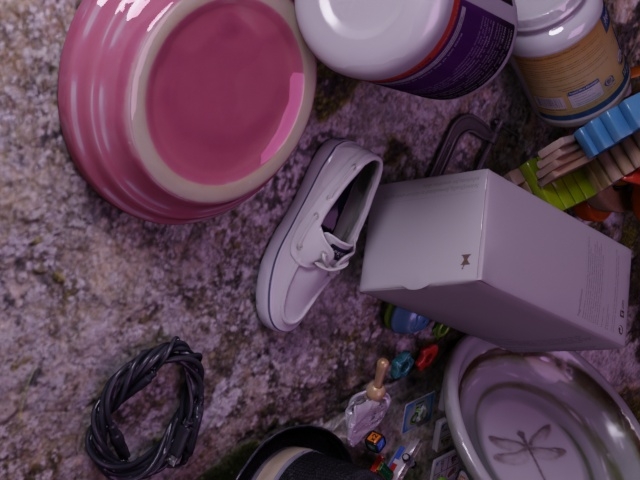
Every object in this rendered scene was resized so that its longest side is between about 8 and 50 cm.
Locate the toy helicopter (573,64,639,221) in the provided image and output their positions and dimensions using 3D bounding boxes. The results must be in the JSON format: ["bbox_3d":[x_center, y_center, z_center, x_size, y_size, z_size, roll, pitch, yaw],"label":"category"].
[{"bbox_3d":[0.473,-0.205,1.925,0.235,0.140,0.355,50,62,-33],"label":"toy helicopter"}]

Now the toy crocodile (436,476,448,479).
[{"bbox_3d":[0.131,0.510,1.913,0.115,0.105,0.340,-64,170,-73],"label":"toy crocodile"}]

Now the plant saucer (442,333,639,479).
[{"bbox_3d":[0.319,0.309,1.869,0.400,0.400,0.100,0,144,-42],"label":"plant saucer"}]

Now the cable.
[{"bbox_3d":[-0.205,0.197,1.532,0.151,0.047,0.184,5,107,-38],"label":"cable"}]

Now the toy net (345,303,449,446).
[{"bbox_3d":[0.096,0.180,1.790,0.232,0.045,0.122,-59,147,-2],"label":"toy net"}]

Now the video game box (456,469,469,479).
[{"bbox_3d":[0.252,0.479,1.952,0.048,0.187,0.205,16,97,-41],"label":"video game box"}]

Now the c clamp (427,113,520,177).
[{"bbox_3d":[0.208,-0.105,1.778,0.137,0.022,0.160,32,85,-45],"label":"c clamp"}]

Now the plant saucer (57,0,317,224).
[{"bbox_3d":[-0.125,-0.170,1.413,0.332,0.084,0.332,-17,119,-35],"label":"plant saucer"}]

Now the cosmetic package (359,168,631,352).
[{"bbox_3d":[0.243,0.040,1.727,0.365,0.197,0.155,25,67,-45],"label":"cosmetic package"}]

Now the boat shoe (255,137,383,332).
[{"bbox_3d":[0.000,0.000,1.594,0.095,0.084,0.258,14,98,-44],"label":"boat shoe"}]

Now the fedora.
[{"bbox_3d":[0.012,0.408,1.665,0.334,0.152,0.334,6,82,-49],"label":"fedora"}]

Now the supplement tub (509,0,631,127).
[{"bbox_3d":[0.322,-0.265,1.725,0.144,0.144,0.199,-49,133,-15],"label":"supplement tub"}]

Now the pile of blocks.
[{"bbox_3d":[0.387,-0.105,1.732,0.149,0.362,0.112,-18,77,-55],"label":"pile of blocks"}]

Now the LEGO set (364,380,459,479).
[{"bbox_3d":[0.130,0.294,1.874,0.244,0.060,0.182,-17,120,-50],"label":"LEGO set"}]

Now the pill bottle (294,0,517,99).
[{"bbox_3d":[0.115,-0.259,1.485,0.323,0.181,0.181,2,108,-63],"label":"pill bottle"}]
